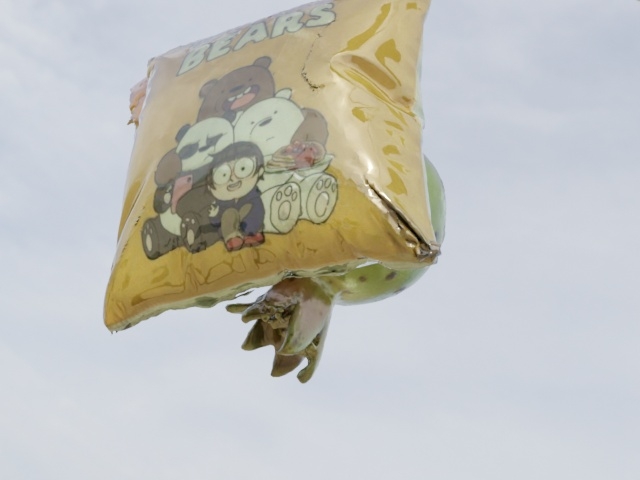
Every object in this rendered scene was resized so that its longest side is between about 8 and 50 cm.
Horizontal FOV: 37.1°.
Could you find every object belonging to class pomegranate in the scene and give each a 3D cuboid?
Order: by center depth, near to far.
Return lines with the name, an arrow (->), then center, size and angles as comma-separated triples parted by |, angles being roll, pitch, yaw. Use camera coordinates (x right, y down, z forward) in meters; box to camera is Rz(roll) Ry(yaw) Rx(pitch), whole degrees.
pomegranate -> -0.007, -0.007, 1.018 | 0.231, 0.286, 0.231 | 42, -15, 14

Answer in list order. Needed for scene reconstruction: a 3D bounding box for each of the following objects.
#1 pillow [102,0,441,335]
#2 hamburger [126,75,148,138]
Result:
pillow -> -0.043, -0.083, 0.814 | 0.310, 0.312, 0.119 | -15, -38, 26
hamburger -> -0.179, -0.178, 1.313 | 0.156, 0.283, 0.144 | -41, -58, 12
